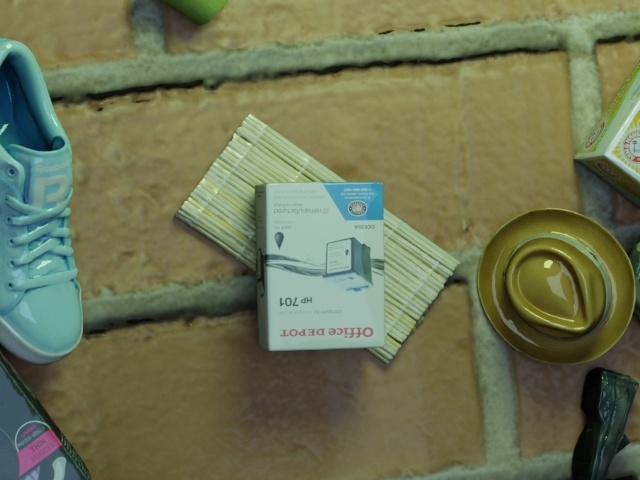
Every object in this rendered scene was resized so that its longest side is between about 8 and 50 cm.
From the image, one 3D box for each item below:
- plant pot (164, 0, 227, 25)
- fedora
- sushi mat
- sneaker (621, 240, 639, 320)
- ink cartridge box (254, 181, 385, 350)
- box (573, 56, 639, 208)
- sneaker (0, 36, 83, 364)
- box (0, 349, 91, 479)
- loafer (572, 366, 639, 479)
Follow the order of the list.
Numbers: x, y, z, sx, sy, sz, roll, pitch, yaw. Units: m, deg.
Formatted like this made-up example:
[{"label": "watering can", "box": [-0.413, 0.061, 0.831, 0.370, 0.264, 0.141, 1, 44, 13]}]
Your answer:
[{"label": "plant pot", "box": [-0.147, -0.289, 1.787, 0.079, 0.083, 0.083, 41, 83, -20]}, {"label": "fedora", "box": [0.275, 0.057, 1.842, 0.194, 0.079, 0.194, 1, 94, 13]}, {"label": "sushi mat", "box": [0.000, 0.000, 1.845, 0.317, 0.019, 0.151, 35, 83, -9]}, {"label": "sneaker", "box": [0.561, 0.091, 1.873, 0.410, 0.182, 0.158, 21, 87, -10]}, {"label": "ink cartridge box", "box": [0.000, 0.029, 1.794, 0.140, 0.082, 0.190, -2, 90, -11]}, {"label": "box", "box": [0.415, -0.149, 1.881, 0.114, 0.103, 0.203, 35, 84, -10]}, {"label": "sneaker", "box": [-0.325, -0.043, 1.696, 0.135, 0.150, 0.365, -21, 96, -38]}, {"label": "box", "box": [-0.388, 0.206, 1.707, 0.165, 0.143, 0.270, -37, 97, -9]}, {"label": "loafer", "box": [0.347, 0.241, 1.896, 0.061, 0.062, 0.170, 11, 90, -16]}]
